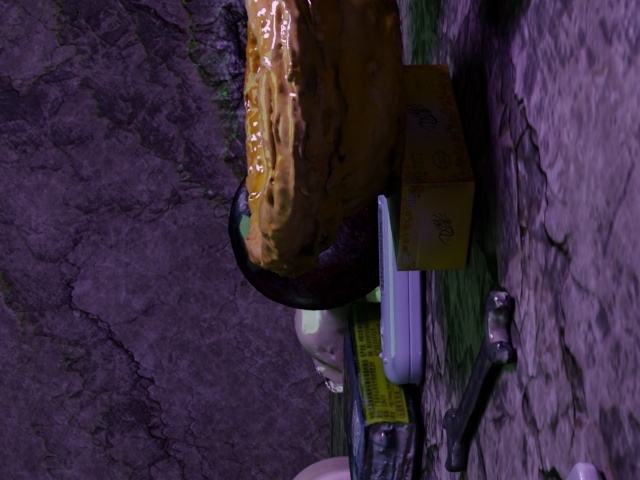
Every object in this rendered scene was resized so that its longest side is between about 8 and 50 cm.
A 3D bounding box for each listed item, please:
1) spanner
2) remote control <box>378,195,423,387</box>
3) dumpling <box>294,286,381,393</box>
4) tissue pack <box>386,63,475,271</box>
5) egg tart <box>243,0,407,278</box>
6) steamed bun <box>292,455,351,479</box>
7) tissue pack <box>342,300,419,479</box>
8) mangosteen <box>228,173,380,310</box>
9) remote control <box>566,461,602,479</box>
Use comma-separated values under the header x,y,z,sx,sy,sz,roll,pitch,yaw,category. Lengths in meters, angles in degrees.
x,y,z,sx,sy,sz,roll,pitch,yaw,category
0.116,0.113,0.810,0.254,0.015,0.054,94,176,-58,spanner
0.085,0.036,1.152,0.087,0.047,0.244,175,93,-84,remote control
0.044,0.093,1.469,0.172,0.142,0.247,0,94,53,dumpling
0.088,-0.065,0.915,0.176,0.062,0.095,-95,4,-50,tissue pack
0.001,-0.114,0.824,0.294,0.123,0.294,179,90,-85,egg tart
0.016,0.408,1.388,0.146,0.164,0.241,170,101,-86,steamed bun
0.067,0.203,1.257,0.235,0.073,0.173,-94,5,-60,tissue pack
0.004,-0.008,1.294,0.216,0.216,0.216,180,90,-87,mangosteen
0.124,0.185,0.572,0.184,0.027,0.050,100,170,-47,remote control
